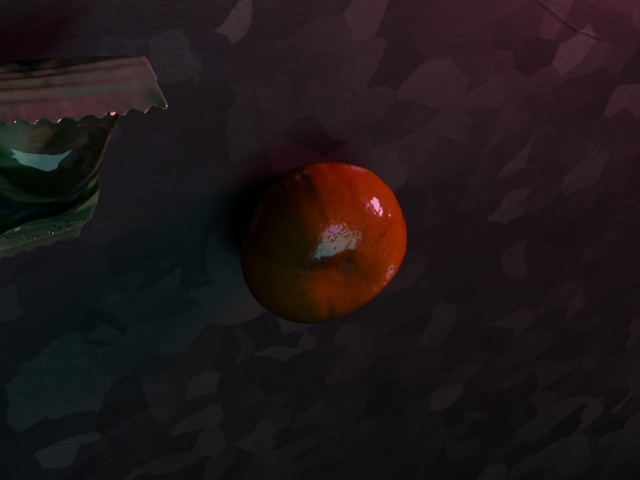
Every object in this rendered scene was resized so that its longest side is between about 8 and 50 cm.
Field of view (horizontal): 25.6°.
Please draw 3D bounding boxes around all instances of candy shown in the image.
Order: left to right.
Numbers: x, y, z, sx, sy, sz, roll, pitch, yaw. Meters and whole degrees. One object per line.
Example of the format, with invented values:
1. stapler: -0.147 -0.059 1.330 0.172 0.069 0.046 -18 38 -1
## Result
1. candy: -0.350 -0.070 1.599 0.263 0.172 0.398 -8 149 -27

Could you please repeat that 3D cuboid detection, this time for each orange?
1. orange: 0.000 0.000 1.945 0.240 0.171 0.240 -16 134 -18
